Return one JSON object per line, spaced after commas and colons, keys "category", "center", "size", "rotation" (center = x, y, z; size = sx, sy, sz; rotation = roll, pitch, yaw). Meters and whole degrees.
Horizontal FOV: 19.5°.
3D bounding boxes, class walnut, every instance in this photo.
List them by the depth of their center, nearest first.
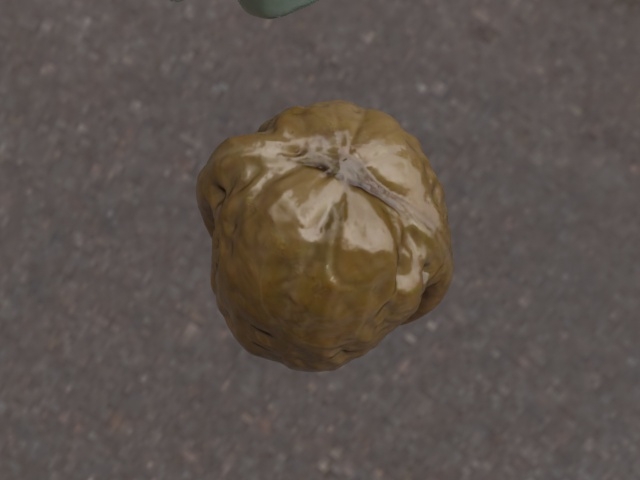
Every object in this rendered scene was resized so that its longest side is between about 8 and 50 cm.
{"category": "walnut", "center": [0.000, 0.000, 1.655], "size": [0.257, 0.257, 0.224], "rotation": [27, 59, -8]}

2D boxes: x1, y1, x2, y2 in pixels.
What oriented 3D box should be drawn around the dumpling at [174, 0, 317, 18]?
{"category": "dumpling", "center": [-0.027, -0.210, 1.364], "size": [0.108, 0.153, 0.219], "rotation": [40, 33, 11]}
